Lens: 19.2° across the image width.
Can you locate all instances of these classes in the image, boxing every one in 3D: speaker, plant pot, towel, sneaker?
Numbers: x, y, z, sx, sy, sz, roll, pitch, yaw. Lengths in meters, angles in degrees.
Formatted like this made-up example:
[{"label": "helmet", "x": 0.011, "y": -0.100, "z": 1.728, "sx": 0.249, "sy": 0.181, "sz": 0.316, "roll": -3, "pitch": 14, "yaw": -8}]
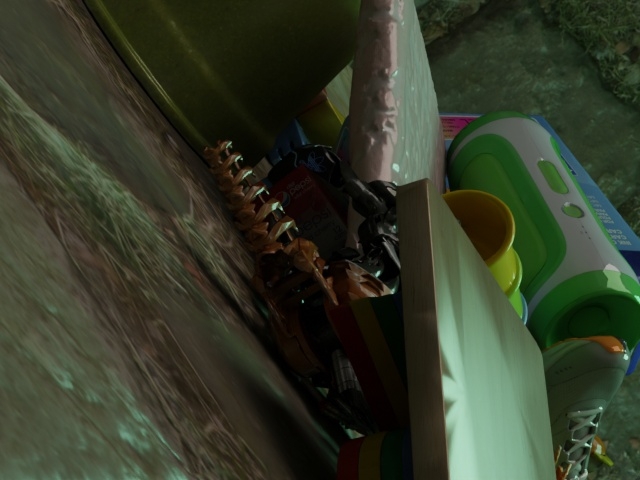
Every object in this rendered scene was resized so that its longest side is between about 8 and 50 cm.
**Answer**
[{"label": "speaker", "x": 0.222, "y": -0.003, "z": 1.897, "sx": 0.131, "sy": 0.131, "sz": 0.296, "roll": 49, "pitch": 13, "yaw": -41}, {"label": "plant pot", "x": -0.061, "y": -0.233, "z": 1.877, "sx": 0.276, "sy": 0.254, "sz": 0.276, "roll": 53, "pitch": 6, "yaw": -8}, {"label": "towel", "x": 0.074, "y": -0.042, "z": 1.785, "sx": 0.317, "sy": 0.053, "sz": 0.331, "roll": 70, "pitch": 19, "yaw": -58}, {"label": "sneaker", "x": -0.007, "y": -0.058, "z": 2.088, "sx": 0.081, "sy": 0.090, "sz": 0.232, "roll": 54, "pitch": 6, "yaw": 4}, {"label": "sneaker", "x": 0.224, "y": 0.198, "z": 1.754, "sx": 0.099, "sy": 0.262, "sz": 0.121, "roll": 3, "pitch": 45, "yaw": -28}]

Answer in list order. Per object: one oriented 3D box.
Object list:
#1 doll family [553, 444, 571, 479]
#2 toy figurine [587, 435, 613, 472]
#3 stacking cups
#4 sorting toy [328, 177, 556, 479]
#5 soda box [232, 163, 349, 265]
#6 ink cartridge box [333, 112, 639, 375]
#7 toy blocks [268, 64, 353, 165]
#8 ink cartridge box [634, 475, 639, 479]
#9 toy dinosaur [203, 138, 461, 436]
[{"label": "doll family", "x": 0.132, "y": 0.176, "z": 1.646, "sx": 0.263, "sy": 0.118, "sz": 0.163, "roll": 50, "pitch": 6, "yaw": -27}, {"label": "toy figurine", "x": 0.227, "y": 0.190, "z": 2.209, "sx": 0.209, "sy": 0.148, "sz": 0.213, "roll": 51, "pitch": 5, "yaw": -25}, {"label": "stacking cups", "x": 0.161, "y": 0.083, "z": 1.755, "sx": 0.096, "sy": 0.096, "sz": 0.316, "roll": 58, "pitch": -5, "yaw": 39}, {"label": "sorting toy", "x": 0.083, "y": 0.136, "z": 1.284, "sx": 0.255, "sy": 0.089, "sz": 0.257, "roll": 53, "pitch": 29, "yaw": -50}, {"label": "soda box", "x": 0.000, "y": 0.000, "z": 1.827, "sx": 0.092, "sy": 0.083, "sz": 0.263, "roll": 55, "pitch": 5, "yaw": 11}, {"label": "ink cartridge box", "x": 0.198, "y": 0.021, "z": 2.102, "sx": 0.270, "sy": 0.151, "sz": 0.395, "roll": -1, "pitch": 38, "yaw": -25}, {"label": "toy blocks", "x": -0.024, "y": -0.174, "z": 2.421, "sx": 0.381, "sy": 0.191, "sz": 0.261, "roll": 46, "pitch": 21, "yaw": -48}, {"label": "ink cartridge box", "x": 0.364, "y": 0.388, "z": 2.083, "sx": 0.212, "sy": 0.154, "sz": 0.093, "roll": 50, "pitch": 5, "yaw": -22}, {"label": "toy dinosaur", "x": 0.026, "y": 0.051, "z": 1.465, "sx": 0.218, "sy": 0.164, "sz": 0.322, "roll": -81, "pitch": 158, "yaw": -60}]
